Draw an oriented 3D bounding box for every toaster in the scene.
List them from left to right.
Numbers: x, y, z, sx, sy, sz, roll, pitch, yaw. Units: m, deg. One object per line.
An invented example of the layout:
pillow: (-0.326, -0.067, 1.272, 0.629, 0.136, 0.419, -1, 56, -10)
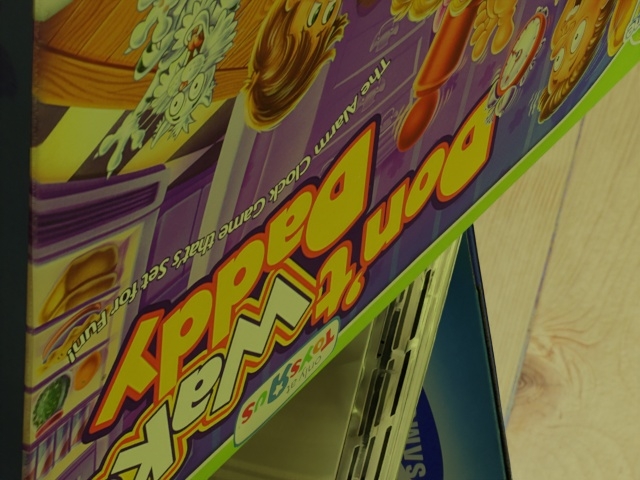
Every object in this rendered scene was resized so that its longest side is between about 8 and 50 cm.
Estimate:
toaster: (-0.026, 0.008, 0.699, 0.129, 0.146, 0.227, -64, 167, -73)

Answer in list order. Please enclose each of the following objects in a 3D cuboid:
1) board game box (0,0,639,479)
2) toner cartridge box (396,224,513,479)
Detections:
board game box: (0.011, -0.085, 0.502, 0.347, 0.078, 0.233, -42, 154, -38)
toner cartridge box: (0.039, -0.036, 0.996, 0.165, 0.075, 0.348, 3, 78, -84)
